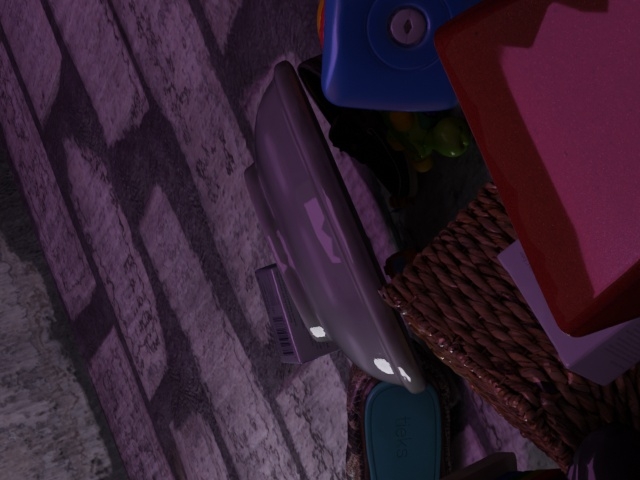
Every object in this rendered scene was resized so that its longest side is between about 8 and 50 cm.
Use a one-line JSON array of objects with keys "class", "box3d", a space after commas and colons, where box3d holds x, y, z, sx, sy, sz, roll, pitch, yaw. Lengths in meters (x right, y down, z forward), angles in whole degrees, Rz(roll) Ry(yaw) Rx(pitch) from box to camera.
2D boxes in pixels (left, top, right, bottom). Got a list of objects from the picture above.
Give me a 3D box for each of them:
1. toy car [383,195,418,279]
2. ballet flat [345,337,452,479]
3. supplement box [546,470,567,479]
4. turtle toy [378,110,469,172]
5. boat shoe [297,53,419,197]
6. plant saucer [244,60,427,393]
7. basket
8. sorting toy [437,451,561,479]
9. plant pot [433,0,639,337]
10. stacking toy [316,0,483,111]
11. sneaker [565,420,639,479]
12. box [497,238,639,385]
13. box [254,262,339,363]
[{"class": "toy car", "box3d": [0.088, -0.005, 2.267, 0.060, 0.040, 0.122, 24, 129, 62]}, {"class": "ballet flat", "box3d": [0.099, 0.331, 2.393, 0.182, 0.164, 0.483, -104, 11, -68]}, {"class": "supplement box", "box3d": [0.260, 0.344, 1.884, 0.129, 0.191, 0.194, -9, 99, 50]}, {"class": "turtle toy", "box3d": [0.111, -0.127, 2.083, 0.130, 0.066, 0.095, 46, 170, 44]}, {"class": "boat shoe", "box3d": [0.042, -0.132, 2.236, 0.223, 0.073, 0.080, 61, 158, 28]}, {"class": "plant saucer", "box3d": [0.000, 0.000, 2.129, 0.400, 0.100, 0.400, -24, -90, -88]}, {"class": "basket", "box3d": [0.247, 0.085, 1.886, 0.213, 0.223, 0.299, 47, 176, -36]}, {"class": "sorting toy", "box3d": [0.199, 0.368, 2.020, 0.089, 0.257, 0.255, -5, 91, 24]}, {"class": "plant pot", "box3d": [0.291, -0.116, 1.433, 0.236, 0.267, 0.267, -41, 68, 54]}, {"class": "stacking toy", "box3d": [0.054, -0.238, 2.057, 0.302, 0.166, 0.175, -147, 58, -73]}, {"class": "sneaker", "box3d": [0.312, 0.299, 1.727, 0.130, 0.109, 0.286, 1, 112, 65]}, {"class": "box", "box3d": [0.266, 0.022, 1.668, 0.091, 0.170, 0.130, 26, -151, -57]}, {"class": "box", "box3d": [0.005, 0.076, 2.397, 0.072, 0.137, 0.126, -11, 96, 69]}]
